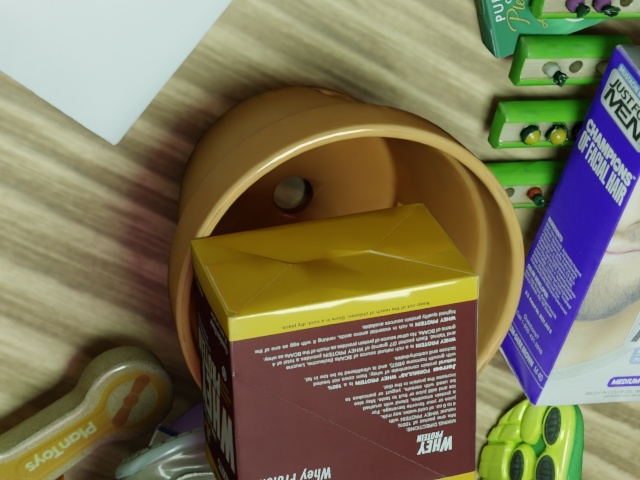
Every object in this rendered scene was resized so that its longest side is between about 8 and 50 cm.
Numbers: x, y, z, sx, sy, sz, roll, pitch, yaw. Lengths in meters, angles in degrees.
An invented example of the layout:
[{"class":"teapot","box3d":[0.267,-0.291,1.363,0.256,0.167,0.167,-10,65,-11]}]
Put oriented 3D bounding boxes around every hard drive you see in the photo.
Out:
[{"class":"hard drive","box3d":[-0.149,-0.249,1.558,0.203,0.040,0.307,34,102,-29]}]

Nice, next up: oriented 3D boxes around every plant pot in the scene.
[{"class":"plant pot","box3d":[0.000,0.000,1.642,0.291,0.203,0.290,-7,118,-14]}]

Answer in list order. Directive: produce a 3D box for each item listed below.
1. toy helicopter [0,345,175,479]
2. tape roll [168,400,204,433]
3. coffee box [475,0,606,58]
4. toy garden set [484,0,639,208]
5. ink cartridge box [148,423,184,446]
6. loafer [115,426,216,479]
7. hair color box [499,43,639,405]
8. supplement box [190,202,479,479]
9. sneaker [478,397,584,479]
[{"class":"toy helicopter","box3d":[-0.275,0.221,1.708,0.355,0.140,0.235,-33,124,-2]},{"class":"tape roll","box3d":[-0.038,0.266,1.835,0.275,0.090,0.274,-7,118,-15]},{"class":"coffee box","box3d":[0.218,-0.239,1.684,0.184,0.040,0.113,-21,123,-7]},{"class":"toy garden set","box3d":[0.260,-0.122,1.726,0.204,0.049,0.244,-3,129,-23]},{"class":"ink cartridge box","box3d":[-0.098,0.354,1.748,0.304,0.072,0.307,29,80,-27]},{"class":"loafer","box3d":[-0.051,0.201,1.660,0.251,0.094,0.087,-2,77,-28]},{"class":"hair color box","box3d":[0.303,-0.007,1.745,0.185,0.110,0.338,0,129,-24]},{"class":"supplement box","box3d":[0.010,0.098,1.501,0.191,0.129,0.194,-9,119,-13]},{"class":"sneaker","box3d":[0.230,0.273,1.933,0.123,0.109,0.295,-21,122,-34]}]
